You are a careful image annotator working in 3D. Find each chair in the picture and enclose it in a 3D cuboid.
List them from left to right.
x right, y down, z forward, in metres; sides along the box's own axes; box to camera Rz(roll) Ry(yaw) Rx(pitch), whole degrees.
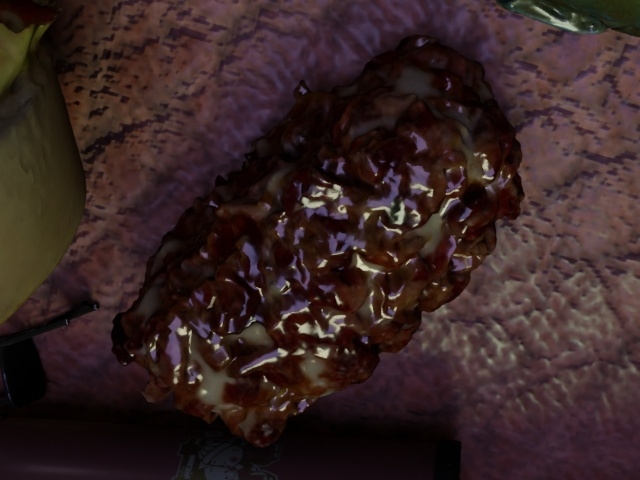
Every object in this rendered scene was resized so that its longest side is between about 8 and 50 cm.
[{"bbox_3d":[-0.151,0.063,0.613,0.086,0.037,0.042,-19,93,17],"label":"chair"}]

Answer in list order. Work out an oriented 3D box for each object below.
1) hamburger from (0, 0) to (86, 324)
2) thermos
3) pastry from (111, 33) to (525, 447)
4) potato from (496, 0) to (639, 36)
[{"bbox_3d":[-0.242,-0.030,0.472,0.300,0.300,0.176,-18,120,13],"label":"hamburger"},{"bbox_3d":[-0.099,0.157,0.590,0.330,0.109,0.136,2,69,7],"label":"thermos"},{"bbox_3d":[0.001,0.001,0.546,0.208,0.097,0.115,-39,109,16],"label":"pastry"},{"bbox_3d":[0.098,-0.152,0.443,0.248,0.169,0.143,11,79,-6],"label":"potato"}]
